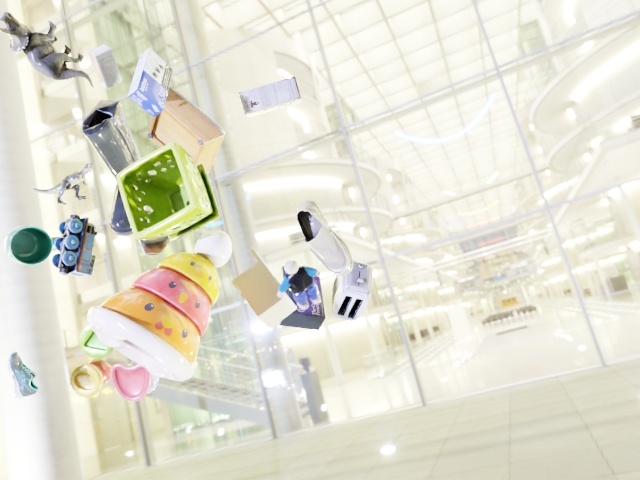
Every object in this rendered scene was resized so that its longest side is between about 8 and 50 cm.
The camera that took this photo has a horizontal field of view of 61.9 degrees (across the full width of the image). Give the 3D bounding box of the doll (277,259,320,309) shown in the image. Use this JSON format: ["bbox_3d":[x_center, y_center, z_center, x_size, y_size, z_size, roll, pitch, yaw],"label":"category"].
[{"bbox_3d":[-0.057,0.116,1.412,0.129,0.046,0.189,-25,-39,-4],"label":"doll"}]

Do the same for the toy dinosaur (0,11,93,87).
[{"bbox_3d":[-0.876,-0.592,1.716,0.160,0.313,0.121,-51,25,-24],"label":"toy dinosaur"}]

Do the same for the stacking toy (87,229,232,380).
[{"bbox_3d":[-0.434,0.151,1.638,0.350,0.480,0.351,23,-29,13],"label":"stacking toy"}]

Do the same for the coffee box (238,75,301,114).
[{"bbox_3d":[-0.209,-0.608,2.267,0.246,0.098,0.141,-16,9,1],"label":"coffee box"}]

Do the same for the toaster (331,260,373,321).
[{"bbox_3d":[0.111,0.194,1.971,0.129,0.146,0.227,18,-50,-8],"label":"toaster"}]

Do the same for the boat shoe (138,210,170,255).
[{"bbox_3d":[-0.581,-0.010,1.900,0.122,0.120,0.324,-1,22,-12],"label":"boat shoe"}]

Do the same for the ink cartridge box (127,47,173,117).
[{"bbox_3d":[-0.502,-0.471,1.587,0.046,0.207,0.097,-25,-43,26],"label":"ink cartridge box"}]

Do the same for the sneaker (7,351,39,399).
[{"bbox_3d":[-0.999,0.450,1.802,0.076,0.167,0.065,-11,11,-6],"label":"sneaker"}]

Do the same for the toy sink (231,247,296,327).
[{"bbox_3d":[-0.211,0.167,1.858,0.131,0.234,0.153,-36,-25,-5],"label":"toy sink"}]

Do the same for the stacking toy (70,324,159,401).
[{"bbox_3d":[-0.736,0.433,1.957,0.308,0.280,0.130,6,5,9],"label":"stacking toy"}]

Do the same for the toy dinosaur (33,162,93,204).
[{"bbox_3d":[-0.968,-0.200,2.048,0.268,0.118,0.064,-24,-17,5],"label":"toy dinosaur"}]

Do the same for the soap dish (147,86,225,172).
[{"bbox_3d":[-0.522,-0.411,2.044,0.118,0.291,0.229,-47,-2,-43],"label":"soap dish"}]

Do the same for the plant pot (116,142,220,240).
[{"bbox_3d":[-0.450,-0.132,1.645,0.227,0.228,0.207,-25,-16,14],"label":"plant pot"}]

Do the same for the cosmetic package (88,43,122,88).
[{"bbox_3d":[-0.655,-0.529,1.624,0.060,0.041,0.115,-42,-28,-30],"label":"cosmetic package"}]

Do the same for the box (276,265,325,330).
[{"bbox_3d":[-0.090,0.250,2.335,0.184,0.261,0.103,8,-46,-18],"label":"box"}]

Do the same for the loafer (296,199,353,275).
[{"bbox_3d":[0.000,0.000,1.654,0.102,0.268,0.092,-37,-4,25],"label":"loafer"}]

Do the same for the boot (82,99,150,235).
[{"bbox_3d":[-0.830,-0.288,2.165,0.146,0.367,0.445,-1,-36,-1],"label":"boot"}]

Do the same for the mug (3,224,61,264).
[{"bbox_3d":[-0.958,0.019,1.766,0.097,0.130,0.157,4,-21,44],"label":"mug"}]

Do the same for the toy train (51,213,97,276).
[{"bbox_3d":[-0.709,0.017,1.553,0.080,0.184,0.105,-9,-21,32],"label":"toy train"}]
